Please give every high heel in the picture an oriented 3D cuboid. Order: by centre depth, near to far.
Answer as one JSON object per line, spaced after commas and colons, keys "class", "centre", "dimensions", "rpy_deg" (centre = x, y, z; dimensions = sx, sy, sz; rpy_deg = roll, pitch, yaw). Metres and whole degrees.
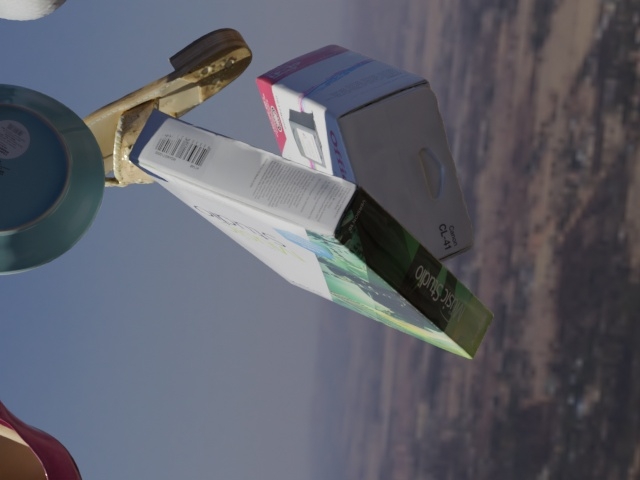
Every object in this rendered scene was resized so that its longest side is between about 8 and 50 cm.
{"class": "high heel", "centre": [-0.378, 0.236, 1.719], "dimensions": [0.377, 0.127, 0.181], "rpy_deg": [59, -165, -14]}

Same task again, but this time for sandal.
{"class": "sandal", "centre": [-0.152, -0.093, 1.455], "dimensions": [0.079, 0.240, 0.088], "rpy_deg": [58, -167, 27]}

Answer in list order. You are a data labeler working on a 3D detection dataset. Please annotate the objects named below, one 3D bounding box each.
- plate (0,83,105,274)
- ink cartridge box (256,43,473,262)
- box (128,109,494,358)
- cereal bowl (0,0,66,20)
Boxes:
{"class": "plate", "centre": [-0.281, -0.060, 1.373], "dimensions": [0.024, 0.188, 0.188], "rpy_deg": [108, 169, -64]}
{"class": "ink cartridge box", "centre": [0.051, -0.104, 1.974], "dimensions": [0.306, 0.131, 0.226], "rpy_deg": [-142, 31, -66]}
{"class": "box", "centre": [0.000, 0.000, 1.443], "dimensions": [0.322, 0.232, 0.058], "rpy_deg": [38, -103, -55]}
{"class": "cereal bowl", "centre": [-0.522, -0.429, 2.329], "dimensions": [0.141, 0.339, 0.339], "rpy_deg": [-63, -5, -14]}
